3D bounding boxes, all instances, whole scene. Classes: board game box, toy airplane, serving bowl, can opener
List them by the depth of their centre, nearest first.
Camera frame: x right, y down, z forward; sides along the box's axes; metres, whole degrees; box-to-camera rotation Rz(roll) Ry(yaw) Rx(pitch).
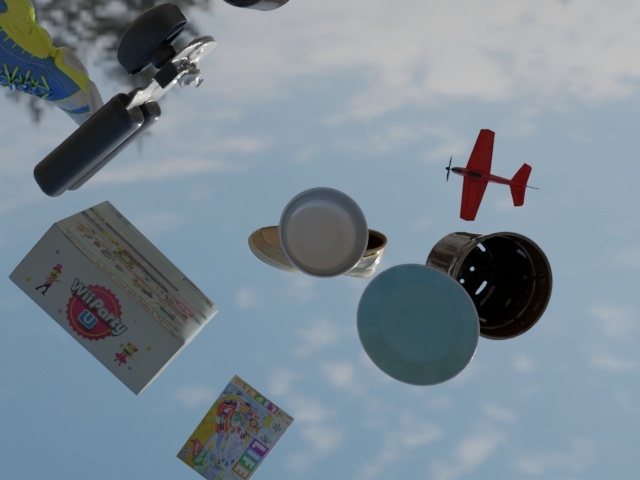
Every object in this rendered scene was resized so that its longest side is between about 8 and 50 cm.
[{"bbox_3d":[0.000,-0.006,1.456,0.083,0.083,0.027,-4,172,-14],"label":"serving bowl"},{"bbox_3d":[-0.221,-0.153,1.782,0.093,0.280,0.074,52,-151,7],"label":"can opener"},{"bbox_3d":[-0.262,0.068,2.110,0.224,0.097,0.303,43,-173,0],"label":"board game box"},{"bbox_3d":[-0.119,0.274,2.223,0.103,0.154,0.026,36,-153,3],"label":"board game box"},{"bbox_3d":[0.268,-0.095,2.510,0.151,0.151,0.028,6,-179,13],"label":"toy airplane"}]

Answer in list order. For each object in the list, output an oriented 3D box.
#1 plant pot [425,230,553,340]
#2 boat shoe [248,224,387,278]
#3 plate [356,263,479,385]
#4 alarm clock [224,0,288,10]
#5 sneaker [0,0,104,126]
[{"bbox_3d":[0.248,0.057,2.483,0.167,0.167,0.165,-5,-170,-19],"label":"plant pot"},{"bbox_3d":[0.000,0.000,1.814,0.170,0.059,0.063,6,-135,-33],"label":"boat shoe"},{"bbox_3d":[0.145,0.122,2.354,0.188,0.188,0.024,9,-164,19],"label":"plate"},{"bbox_3d":[-0.092,-0.335,1.881,0.192,0.129,0.064,0,-178,45],"label":"alarm clock"},{"bbox_3d":[-0.371,-0.208,1.959,0.126,0.240,0.091,-36,170,-17],"label":"sneaker"}]
